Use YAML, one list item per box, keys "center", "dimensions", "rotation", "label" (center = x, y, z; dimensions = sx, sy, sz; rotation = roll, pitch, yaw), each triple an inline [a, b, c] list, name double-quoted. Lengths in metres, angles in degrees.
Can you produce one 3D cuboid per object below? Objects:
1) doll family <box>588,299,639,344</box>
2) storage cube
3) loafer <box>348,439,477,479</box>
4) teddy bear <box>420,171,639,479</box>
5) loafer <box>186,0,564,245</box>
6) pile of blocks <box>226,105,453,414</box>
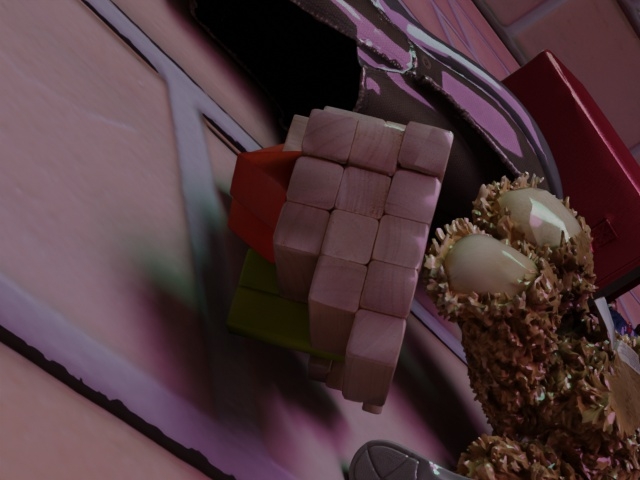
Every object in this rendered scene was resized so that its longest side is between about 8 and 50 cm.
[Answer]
- center: [0.349, 0.113, 1.430]
  dimensions: [0.193, 0.076, 0.111]
  rotation: [40, 28, -37]
  label: "doll family"
- center: [0.191, -0.025, 1.045]
  dimensions: [0.193, 0.184, 0.215]
  rotation: [60, 18, 13]
  label: "storage cube"
- center: [0.071, 0.140, 0.586]
  dimensions: [0.125, 0.045, 0.039]
  rotation: [30, -10, 30]
  label: "loafer"
- center: [0.167, 0.120, 0.800]
  dimensions: [0.338, 0.113, 0.245]
  rotation: [53, 34, -22]
  label: "teddy bear"
- center: [0.028, -0.093, 0.857]
  dimensions: [0.366, 0.134, 0.130]
  rotation: [42, 44, -15]
  label: "loafer"
- center: [0.000, 0.000, 0.650]
  dimensions: [0.113, 0.149, 0.362]
  rotation: [14, 6, 5]
  label: "pile of blocks"
